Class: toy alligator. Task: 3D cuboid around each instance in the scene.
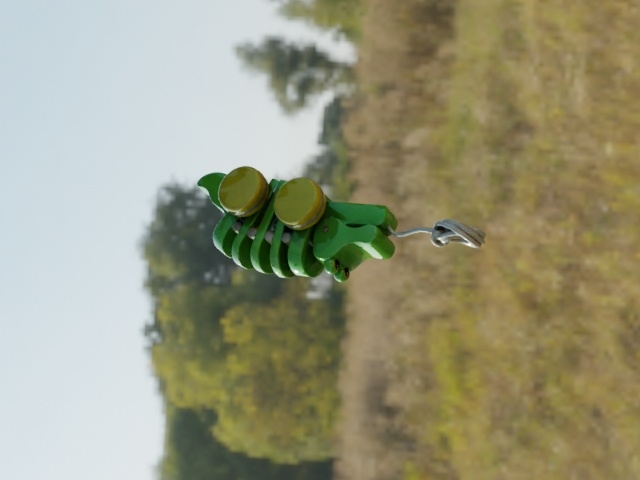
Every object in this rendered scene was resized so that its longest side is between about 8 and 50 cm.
[{"bbox_3d":[0.000,0.000,0.808,0.056,0.190,0.051,42,-113,-53],"label":"toy alligator"}]
